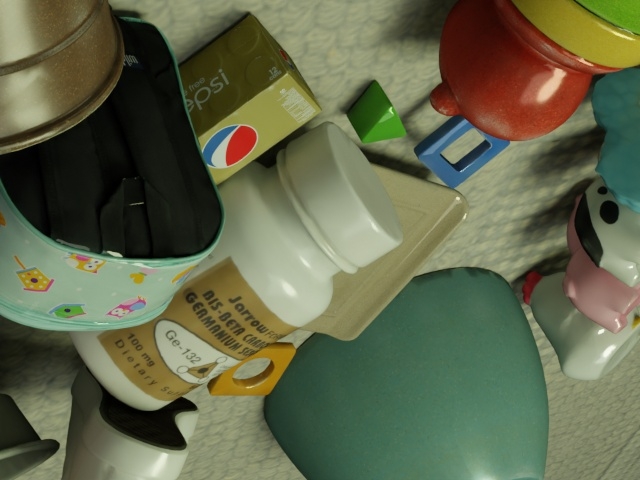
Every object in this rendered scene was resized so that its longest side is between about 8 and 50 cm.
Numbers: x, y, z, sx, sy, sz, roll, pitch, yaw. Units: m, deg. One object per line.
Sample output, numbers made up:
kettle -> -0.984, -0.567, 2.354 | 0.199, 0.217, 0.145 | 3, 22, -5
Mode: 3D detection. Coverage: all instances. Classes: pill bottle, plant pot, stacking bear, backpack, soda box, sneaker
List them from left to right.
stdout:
plant pot -> -0.177, -0.152, 0.616 | 0.167, 0.167, 0.165 | -16, 140, -22
backpack -> -0.151, -0.034, 0.769 | 0.166, 0.188, 0.144 | 3, 136, -44
sneaker -> -0.163, 0.174, 1.025 | 0.290, 0.106, 0.123 | -133, -116, -85
soda box -> -0.094, -0.069, 0.890 | 0.181, 0.061, 0.058 | -35, 148, 8
pill bottle -> -0.063, 0.016, 0.949 | 0.229, 0.131, 0.131 | -31, 150, 14
plant pot -> 0.115, 0.194, 1.318 | 0.290, 0.195, 0.290 | -22, 148, -14
stacking bear -> 0.180, -0.184, 0.874 | 0.175, 0.164, 0.289 | -3, 145, -37

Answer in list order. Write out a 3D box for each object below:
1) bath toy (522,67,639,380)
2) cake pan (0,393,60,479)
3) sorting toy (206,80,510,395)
bath toy -> 0.270, -0.003, 1.234 | 0.151, 0.129, 0.348 | -38, 155, -25
cake pan -> -0.340, 0.189, 0.975 | 0.293, 0.054, 0.293 | -24, 171, -4
sorting toy -> 0.000, 0.000, 1.086 | 0.196, 0.047, 0.348 | 17, 124, -43
